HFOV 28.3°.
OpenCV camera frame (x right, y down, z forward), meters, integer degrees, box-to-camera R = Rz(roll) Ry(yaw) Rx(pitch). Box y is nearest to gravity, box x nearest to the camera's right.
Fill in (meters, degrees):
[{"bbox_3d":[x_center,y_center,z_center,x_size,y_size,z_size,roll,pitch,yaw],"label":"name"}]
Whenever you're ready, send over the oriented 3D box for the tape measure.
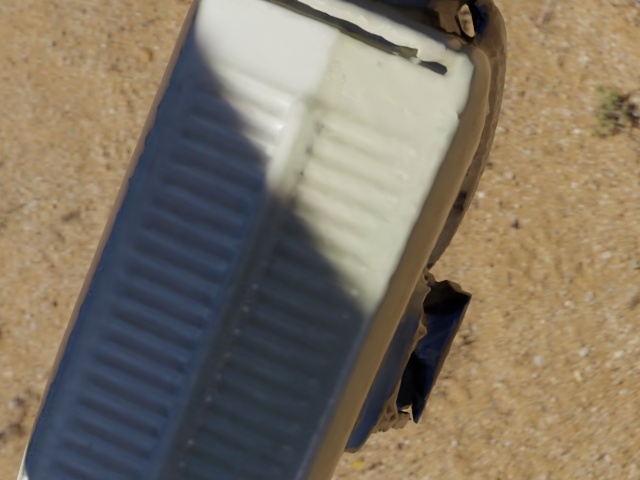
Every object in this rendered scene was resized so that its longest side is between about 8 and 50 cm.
[{"bbox_3d":[0.000,0.000,0.515,0.133,0.231,0.271,22,102,6],"label":"tape measure"}]
